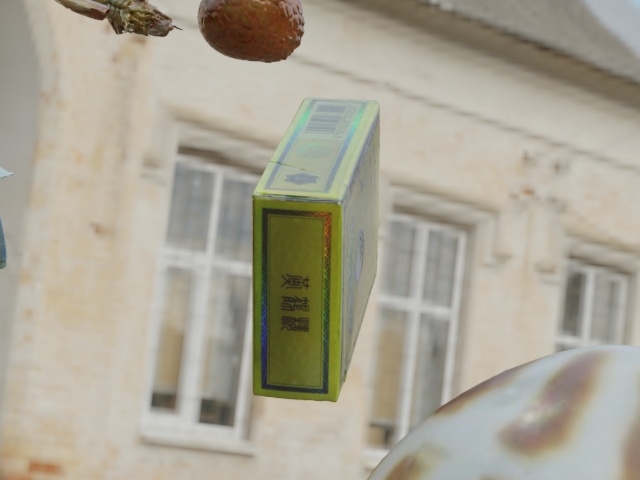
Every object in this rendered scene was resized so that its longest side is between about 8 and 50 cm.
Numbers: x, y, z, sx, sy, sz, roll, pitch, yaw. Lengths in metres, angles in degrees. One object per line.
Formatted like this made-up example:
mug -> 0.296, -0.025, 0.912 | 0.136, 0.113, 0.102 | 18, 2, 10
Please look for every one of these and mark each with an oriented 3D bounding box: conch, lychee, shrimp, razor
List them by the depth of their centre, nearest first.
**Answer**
conch -> 0.113, 0.107, 0.623 | 0.275, 0.149, 0.183 | -12, 6, 0
shrimp -> -0.205, -0.232, 1.758 | 0.095, 0.045, 0.162 | 23, 0, -45
lychee -> -0.083, -0.231, 1.781 | 0.140, 0.101, 0.114 | 20, -29, -15
razor -> -0.364, -0.025, 1.978 | 0.040, 0.135, 0.068 | -30, 43, -34

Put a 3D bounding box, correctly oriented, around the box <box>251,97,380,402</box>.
box -> -0.001, 0.000, 1.211 | 0.064, 0.141, 0.220 | 5, 20, 9
